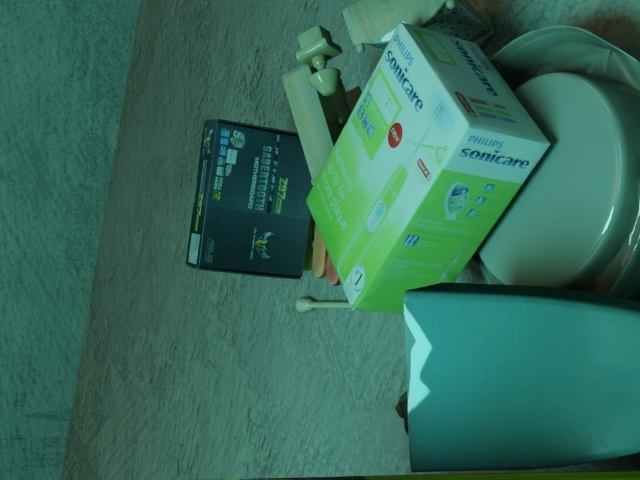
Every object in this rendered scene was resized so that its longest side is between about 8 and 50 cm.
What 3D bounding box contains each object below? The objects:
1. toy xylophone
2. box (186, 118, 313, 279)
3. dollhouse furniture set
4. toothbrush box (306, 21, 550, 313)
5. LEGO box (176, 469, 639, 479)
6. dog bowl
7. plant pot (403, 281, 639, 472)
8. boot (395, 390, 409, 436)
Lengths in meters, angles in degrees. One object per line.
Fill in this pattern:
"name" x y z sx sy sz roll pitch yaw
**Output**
"toy xylophone" 0.000 0.000 1.555 0.322 0.081 0.236 -17 70 58
"box" -0.104 -0.062 1.479 0.059 0.183 0.233 11 93 60
"dollhouse furniture set" 0.148 -0.205 1.266 0.355 0.303 0.174 -22 75 25
"toothbrush box" 0.114 -0.079 1.130 0.283 0.122 0.206 -59 37 34
"LEGO box" 0.103 0.320 0.888 0.372 0.500 0.193 -25 63 57
"dog bowl" 0.273 -0.062 1.070 0.348 0.102 0.349 -19 67 57
"plant pot" 0.214 0.122 0.886 0.234 0.165 0.166 -3 89 20
"boot" 0.151 0.215 1.299 0.106 0.037 0.114 50 122 49
